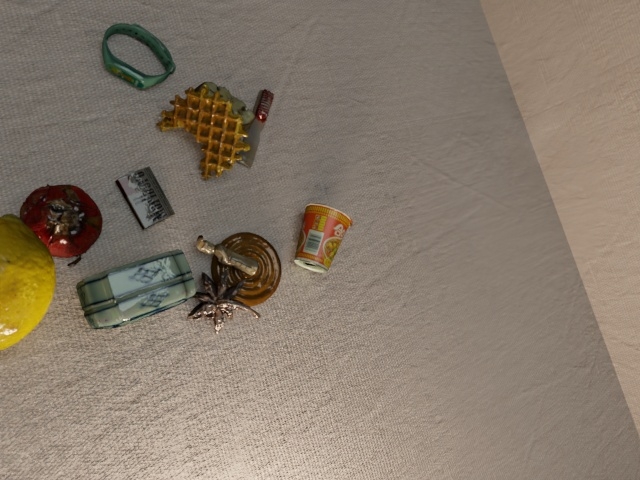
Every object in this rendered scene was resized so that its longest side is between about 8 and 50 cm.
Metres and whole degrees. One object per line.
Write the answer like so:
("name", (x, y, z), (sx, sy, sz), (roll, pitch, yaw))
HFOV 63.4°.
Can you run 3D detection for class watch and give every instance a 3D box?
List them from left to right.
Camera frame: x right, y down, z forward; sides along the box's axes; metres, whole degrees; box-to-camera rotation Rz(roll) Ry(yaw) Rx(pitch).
("watch", (-0.604, -0.607, 1.717), (0.237, 0.068, 0.195), (28, 63, -19))

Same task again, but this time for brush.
("brush", (-0.232, -0.419, 1.904), (0.060, 0.050, 0.321), (25, 67, -28))

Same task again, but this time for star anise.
("star anise", (-0.311, 0.199, 1.663), (0.231, 0.089, 0.209), (-3, 95, -5))

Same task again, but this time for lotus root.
("lotus root", (-0.351, -0.436, 1.791), (0.235, 0.119, 0.138), (32, 59, -22))

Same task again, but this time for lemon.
("lemon", (-0.821, 0.109, 1.268), (0.336, 0.336, 0.336), (8, 74, -29))

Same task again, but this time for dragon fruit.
("dragon fruit", (-0.723, -0.066, 1.458), (0.218, 0.148, 0.224), (28, 65, -23))

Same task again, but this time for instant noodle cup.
("instant noodle cup", (0.000, 0.000, 1.874), (0.193, 0.193, 0.212), (25, 74, -24))

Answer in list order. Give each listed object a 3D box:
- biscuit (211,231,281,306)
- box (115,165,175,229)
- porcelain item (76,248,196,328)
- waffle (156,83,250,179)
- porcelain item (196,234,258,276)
("biscuit", (-0.247, 0.095, 1.773), (0.262, 0.037, 0.262), (8, 74, -29))
("box", (-0.554, -0.134, 1.644), (0.115, 0.036, 0.177), (-30, 95, -33))
("porcelain item", (-0.515, 0.142, 1.453), (0.281, 0.286, 0.157), (-18, 90, -35))
("waffle", (-0.370, -0.365, 1.706), (0.293, 0.259, 0.069), (51, 24, -15))
("porcelain item", (-0.307, 0.049, 1.689), (0.213, 0.084, 0.054), (26, 94, -18))
